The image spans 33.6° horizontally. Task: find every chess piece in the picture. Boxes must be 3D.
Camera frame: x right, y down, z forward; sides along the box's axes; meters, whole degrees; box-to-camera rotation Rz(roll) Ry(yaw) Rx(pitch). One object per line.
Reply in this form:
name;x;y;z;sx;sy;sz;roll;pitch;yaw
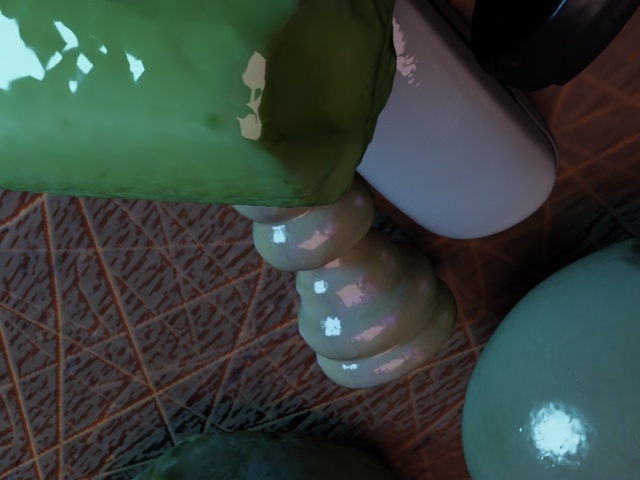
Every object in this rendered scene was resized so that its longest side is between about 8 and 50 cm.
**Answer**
chess piece;0.000;0.000;0.615;0.094;0.094;0.170;-23;121;24

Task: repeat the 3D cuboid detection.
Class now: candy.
candy;-0.134;-0.095;0.478;0.344;0.132;0.142;5;153;23

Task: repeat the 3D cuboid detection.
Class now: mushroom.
mushroom;-0.062;0.237;0.756;0.267;0.189;0.164;2;134;4

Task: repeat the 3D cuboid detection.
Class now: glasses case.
glasses case;0.033;-0.088;0.549;0.092;0.059;0.233;-32;119;33

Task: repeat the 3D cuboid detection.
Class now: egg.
egg;0.214;0.101;0.590;0.269;0.219;0.219;-14;128;12

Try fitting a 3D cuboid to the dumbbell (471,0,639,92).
dumbbell;0.173;-0.104;0.464;0.325;0.143;0.143;23;129;-14
